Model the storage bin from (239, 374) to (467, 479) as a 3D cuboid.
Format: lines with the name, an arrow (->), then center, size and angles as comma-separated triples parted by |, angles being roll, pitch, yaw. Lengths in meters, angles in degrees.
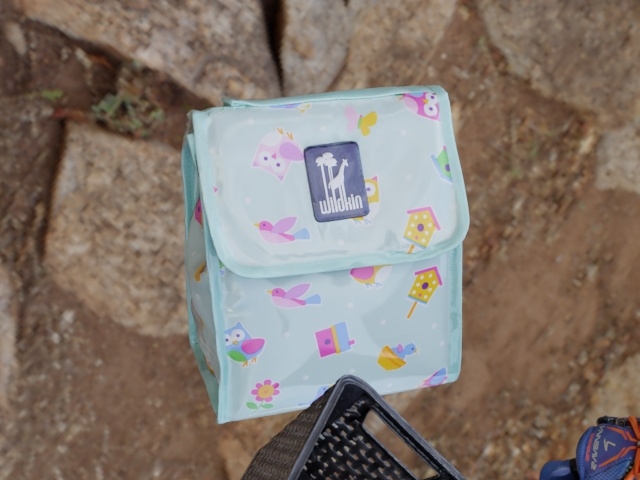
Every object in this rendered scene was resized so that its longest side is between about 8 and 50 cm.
storage bin -> 0.012, 0.174, 0.690 | 0.084, 0.122, 0.180 | -44, -176, 25

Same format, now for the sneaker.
sneaker -> 0.181, 0.126, 0.642 | 0.221, 0.087, 0.083 | 119, -4, -55

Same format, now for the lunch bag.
lunch bag -> 0.000, 0.000, 1.002 | 0.223, 0.160, 0.262 | -7, 121, -14
